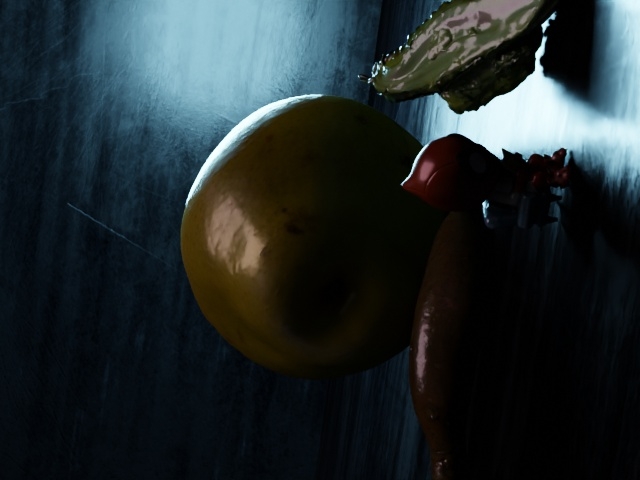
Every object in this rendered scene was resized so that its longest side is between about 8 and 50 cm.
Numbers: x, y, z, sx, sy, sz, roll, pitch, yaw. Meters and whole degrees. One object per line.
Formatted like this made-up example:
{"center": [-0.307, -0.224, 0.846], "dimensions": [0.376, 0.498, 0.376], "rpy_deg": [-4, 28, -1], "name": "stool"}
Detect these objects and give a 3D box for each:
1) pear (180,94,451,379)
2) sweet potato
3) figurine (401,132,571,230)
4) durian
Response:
{"center": [0.000, 0.000, 1.925], "dimensions": [0.418, 0.362, 0.362], "rpy_deg": [-110, 27, -71], "name": "pear"}
{"center": [0.140, 0.116, 1.604], "dimensions": [0.108, 0.079, 0.346], "rpy_deg": [30, -118, -63], "name": "sweet potato"}
{"center": [0.142, -0.052, 1.317], "dimensions": [0.068, 0.140, 0.075], "rpy_deg": [-92, 11, -56], "name": "figurine"}
{"center": [0.155, -0.200, 1.526], "dimensions": [0.375, 0.106, 0.132], "rpy_deg": [-29, 60, 57], "name": "durian"}
